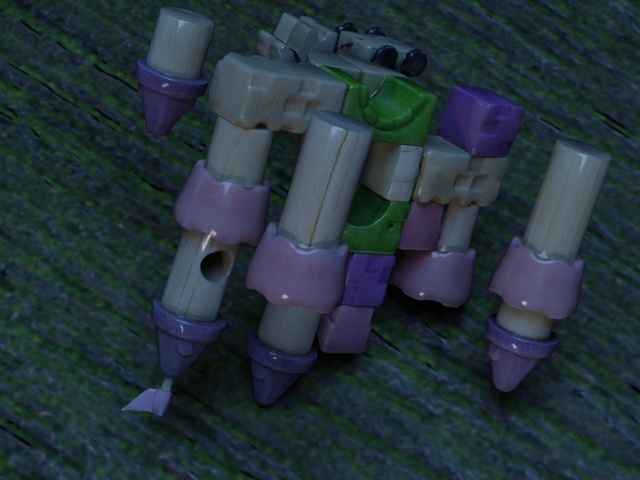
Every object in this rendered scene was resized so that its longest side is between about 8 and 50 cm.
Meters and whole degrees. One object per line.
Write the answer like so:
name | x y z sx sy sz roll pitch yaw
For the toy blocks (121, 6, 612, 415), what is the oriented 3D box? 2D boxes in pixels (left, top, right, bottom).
toy blocks | 0.000 0.000 1.358 0.289 0.260 0.309 3 22 -38
